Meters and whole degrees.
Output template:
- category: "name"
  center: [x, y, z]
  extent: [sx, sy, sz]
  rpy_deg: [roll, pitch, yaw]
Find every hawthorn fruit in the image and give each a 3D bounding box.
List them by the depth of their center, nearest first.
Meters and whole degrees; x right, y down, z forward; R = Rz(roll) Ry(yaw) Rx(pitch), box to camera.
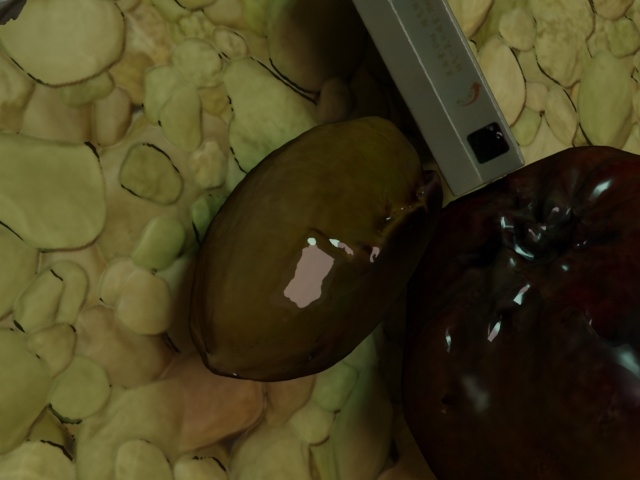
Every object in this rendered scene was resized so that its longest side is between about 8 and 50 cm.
- category: "hawthorn fruit"
  center: [0.206, 0.100, 0.746]
  extent: [0.308, 0.308, 0.325]
  rpy_deg: [-30, 114, -34]

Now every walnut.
- category: "walnut"
  center: [0.000, 0.000, 0.697]
  extent: [0.137, 0.137, 0.245]
  rpy_deg: [52, 59, -21]

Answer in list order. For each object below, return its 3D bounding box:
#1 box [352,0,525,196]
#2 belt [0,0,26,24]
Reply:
- category: "box"
  center: [0.076, -0.145, 0.760]
  extent: [0.201, 0.058, 0.141]
  rpy_deg: [61, 12, -17]
- category: "belt"
  center: [-0.193, -0.254, 0.502]
  extent: [0.115, 0.227, 0.324]
  rpy_deg: [7, 60, -34]
